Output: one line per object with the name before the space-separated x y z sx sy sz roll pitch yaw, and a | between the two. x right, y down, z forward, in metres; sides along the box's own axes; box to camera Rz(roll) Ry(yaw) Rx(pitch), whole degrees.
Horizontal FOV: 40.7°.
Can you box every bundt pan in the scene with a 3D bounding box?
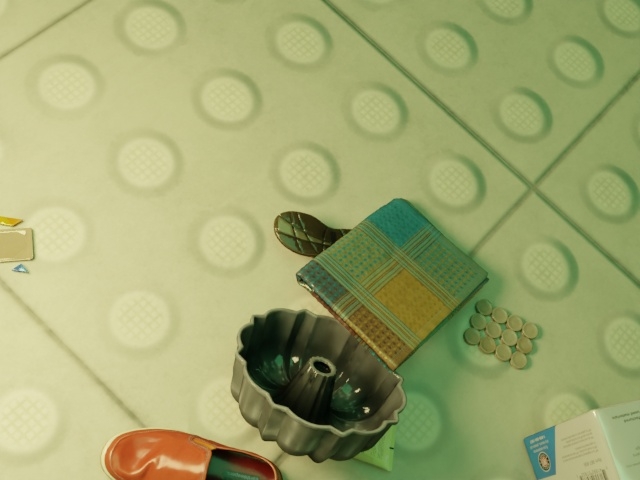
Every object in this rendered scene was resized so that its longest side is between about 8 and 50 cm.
bundt pan | -0.017 0.273 1.567 0.331 0.124 0.331 19 27 -10

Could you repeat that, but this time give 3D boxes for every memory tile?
memory tile | 0.380 0.197 1.819 0.148 0.012 0.113 28 64 -2

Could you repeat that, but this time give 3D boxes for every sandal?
sandal | 0.000 0.000 1.790 0.219 0.060 0.090 10 70 -25

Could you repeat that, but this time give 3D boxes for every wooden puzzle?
wooden puzzle | -0.590 0.008 1.660 0.078 0.014 0.116 0 67 -9

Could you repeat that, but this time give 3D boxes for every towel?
towel | 0.151 0.075 1.734 0.271 0.040 0.370 44 47 11

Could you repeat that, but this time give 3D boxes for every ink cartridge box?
ink cartridge box | 0.559 0.513 1.574 0.166 0.285 0.395 -8 70 -18

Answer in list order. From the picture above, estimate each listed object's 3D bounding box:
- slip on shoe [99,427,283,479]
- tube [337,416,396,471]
slip on shoe | -0.223 0.401 1.532 0.331 0.101 0.123 14 66 -6
tube | 0.029 0.368 1.637 0.240 0.062 0.070 16 99 -11
